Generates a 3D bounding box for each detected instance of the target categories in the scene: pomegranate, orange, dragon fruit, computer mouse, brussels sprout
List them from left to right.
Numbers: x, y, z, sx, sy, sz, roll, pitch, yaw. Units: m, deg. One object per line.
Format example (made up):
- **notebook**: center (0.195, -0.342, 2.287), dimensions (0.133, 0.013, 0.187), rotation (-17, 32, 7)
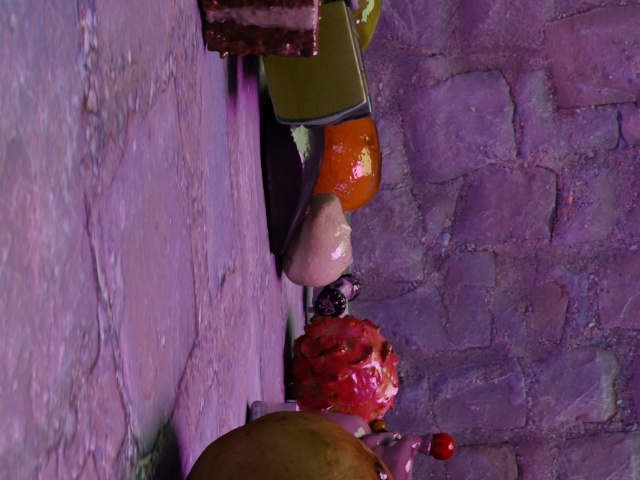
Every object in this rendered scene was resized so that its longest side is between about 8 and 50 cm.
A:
- **pomegranate**: center (-0.033, 0.298, 1.113), dimensions (0.260, 0.260, 0.260), rotation (0, 90, -85)
- **computer mouse**: center (-0.038, -0.116, 1.861), dimensions (0.168, 0.087, 0.295), rotation (-83, 174, -55)
- **orange**: center (0.033, -0.160, 2.208), dimensions (0.224, 0.170, 0.224), rotation (0, 90, -87)
- **dragon fruit**: center (0.042, 0.264, 2.114), dimensions (0.210, 0.205, 0.268), rotation (-103, -170, -79)
- **brussels sprout**: center (0.055, -0.491, 2.505), dimensions (0.223, 0.161, 0.223), rotation (-8, 90, -83)

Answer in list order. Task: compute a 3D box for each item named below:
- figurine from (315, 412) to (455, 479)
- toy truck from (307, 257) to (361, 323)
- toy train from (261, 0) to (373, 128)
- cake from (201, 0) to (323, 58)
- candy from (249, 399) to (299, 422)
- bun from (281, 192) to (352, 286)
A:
- **figurine**: center (0.066, 0.365, 1.863), dimensions (0.186, 0.288, 0.176), rotation (-41, 132, -64)
- **toy truck**: center (0.022, 0.152, 2.426), dimensions (0.136, 0.111, 0.285), rotation (-38, 127, -64)
- **toy train**: center (-0.009, -0.282, 1.606), dimensions (0.397, 0.160, 0.253), rotation (-48, 125, -82)
- **cake**: center (-0.063, -0.296, 1.299), dimensions (0.147, 0.135, 0.134), rotation (91, 2, -51)
- **candy**: center (-0.066, 0.307, 1.617), dimensions (0.092, 0.073, 0.160), rotation (90, 1, -59)
- **bun**: center (0.000, 0.000, 1.992), dimensions (0.188, 0.111, 0.164), rotation (-130, -127, -75)
